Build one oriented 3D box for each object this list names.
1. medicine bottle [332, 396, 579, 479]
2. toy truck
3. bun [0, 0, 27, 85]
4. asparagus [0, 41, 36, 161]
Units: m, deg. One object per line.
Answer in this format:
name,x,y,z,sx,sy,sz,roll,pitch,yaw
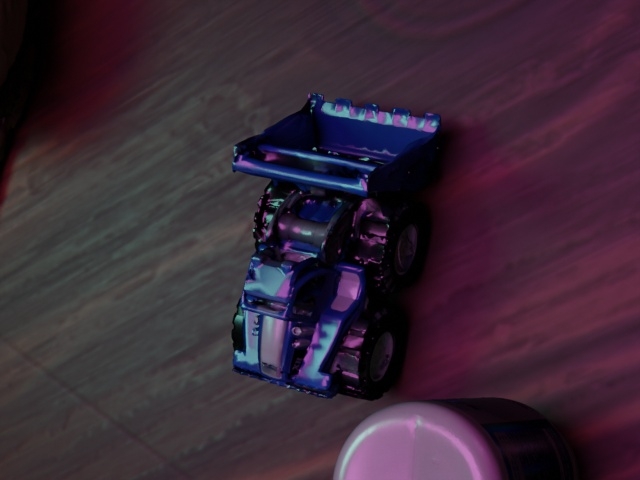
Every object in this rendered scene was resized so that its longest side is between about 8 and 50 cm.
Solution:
medicine bottle,0.094,0.150,0.872,0.107,0.191,0.107,-3,84,27
toy truck,0.000,0.000,0.974,0.113,0.126,0.208,12,90,28
bun,-0.338,-0.184,1.151,0.244,0.153,0.244,-13,57,21
asparagus,-0.271,-0.090,1.180,0.036,0.030,0.165,28,98,36
